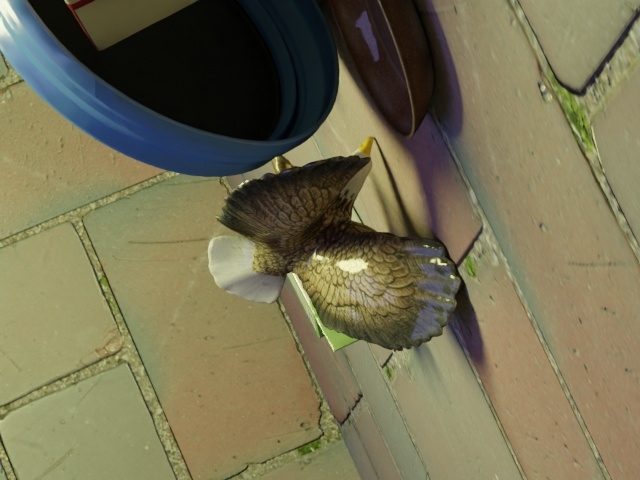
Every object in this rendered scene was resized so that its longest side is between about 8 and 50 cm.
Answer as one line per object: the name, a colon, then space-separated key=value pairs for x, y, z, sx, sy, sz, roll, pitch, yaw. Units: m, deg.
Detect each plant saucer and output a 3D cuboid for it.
plant saucer: x=0.052 y=-0.184 z=1.314 sx=0.198 sy=0.036 sz=0.198 roll=157 pitch=90 yaw=-82

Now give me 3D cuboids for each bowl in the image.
bowl: x=-0.160 y=-0.224 z=1.509 sx=0.077 sy=0.391 sz=0.391 roll=-46 pitch=59 yaw=36

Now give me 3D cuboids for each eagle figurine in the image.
eagle figurine: x=0.003 y=-0.011 z=1.620 sx=0.298 sy=0.226 sz=0.225 roll=-120 pitch=29 yaw=-71

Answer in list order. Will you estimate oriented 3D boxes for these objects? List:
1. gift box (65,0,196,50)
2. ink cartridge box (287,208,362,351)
gift box: x=-0.155 y=-0.364 z=1.294 sx=0.276 sy=0.258 sz=0.255 roll=63 pitch=178 yaw=17
ink cartridge box: x=0.025 y=0.049 z=1.910 sx=0.062 sy=0.109 sz=0.209 roll=77 pitch=167 yaw=-56
